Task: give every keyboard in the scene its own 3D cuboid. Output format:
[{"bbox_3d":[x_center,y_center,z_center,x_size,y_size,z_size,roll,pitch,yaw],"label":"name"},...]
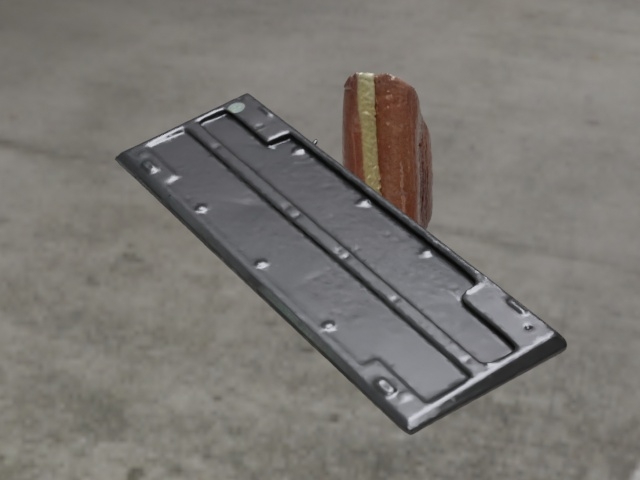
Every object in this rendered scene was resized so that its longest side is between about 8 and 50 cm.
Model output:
[{"bbox_3d":[0.000,0.000,0.558,0.067,0.011,0.202,-27,40,-20],"label":"keyboard"}]

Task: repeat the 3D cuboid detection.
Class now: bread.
[{"bbox_3d":[0.053,-0.045,1.291,0.067,0.193,0.119,2,9,15],"label":"bread"}]
